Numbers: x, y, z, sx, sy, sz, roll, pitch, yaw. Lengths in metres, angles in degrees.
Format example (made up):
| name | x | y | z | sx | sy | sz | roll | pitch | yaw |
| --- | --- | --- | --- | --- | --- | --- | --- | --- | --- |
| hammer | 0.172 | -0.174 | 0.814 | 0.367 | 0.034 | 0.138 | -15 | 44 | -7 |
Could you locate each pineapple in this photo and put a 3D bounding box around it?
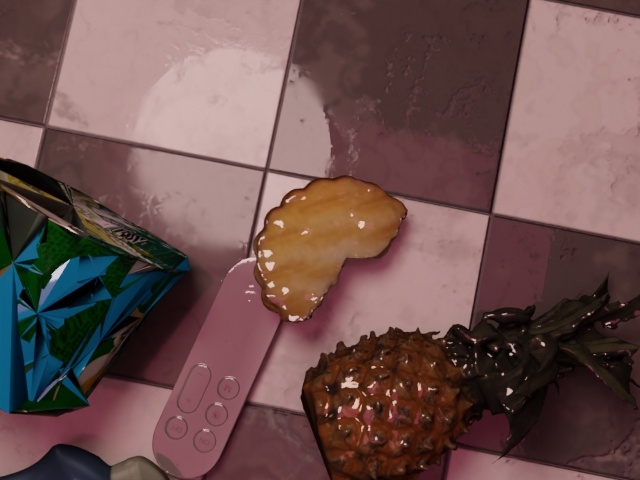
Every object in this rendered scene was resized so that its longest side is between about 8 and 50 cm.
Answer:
| name | x | y | z | sx | sy | sz | roll | pitch | yaw |
| --- | --- | --- | --- | --- | --- | --- | --- | --- | --- |
| pineapple | 0.163 | 0.131 | 0.825 | 0.364 | 0.165 | 0.166 | -19 | 85 | -3 |

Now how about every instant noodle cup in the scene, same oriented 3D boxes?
| name | x | y | z | sx | sy | sz | roll | pitch | yaw |
| --- | --- | --- | --- | --- | --- | --- | --- | --- | --- |
| instant noodle cup | -0.268 | 0.046 | 0.812 | 0.240 | 0.240 | 0.178 | 29 | 92 | 3 |

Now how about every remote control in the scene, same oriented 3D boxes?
| name | x | y | z | sx | sy | sz | roll | pitch | yaw |
| --- | --- | --- | --- | --- | --- | --- | --- | --- | --- |
| remote control | -0.104 | 0.133 | 0.893 | 0.077 | 0.022 | 0.245 | 24 | 85 | 1 |

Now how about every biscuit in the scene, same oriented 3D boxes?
| name | x | y | z | sx | sy | sz | roll | pitch | yaw |
| --- | --- | --- | --- | --- | --- | --- | --- | --- | --- |
| biscuit | 0.000 | 0.000 | 0.879 | 0.183 | 0.061 | 0.118 | -40 | 78 | -18 |

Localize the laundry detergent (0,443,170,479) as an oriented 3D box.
| name | x | y | z | sx | sy | sz | roll | pitch | yaw |
| --- | --- | --- | --- | --- | --- | --- | --- | --- | --- |
| laundry detergent | -0.286 | 0.291 | 0.848 | 0.289 | 0.094 | 0.143 | -21 | 72 | -5 |
